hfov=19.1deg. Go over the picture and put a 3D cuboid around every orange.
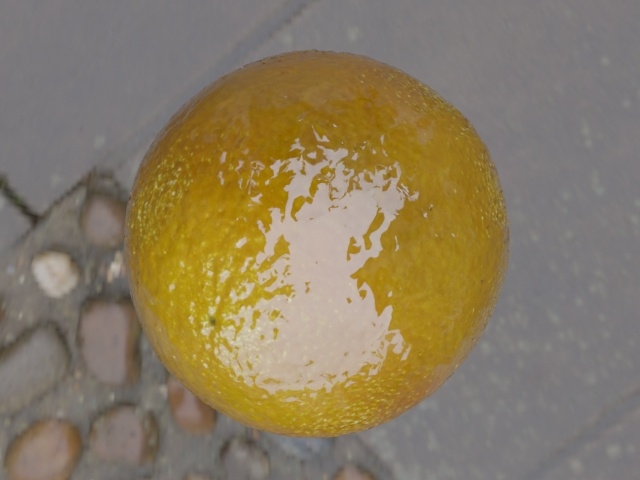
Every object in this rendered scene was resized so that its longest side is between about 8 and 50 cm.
[{"bbox_3d":[0.000,0.000,1.300,0.274,0.274,0.274,-1,110,-3],"label":"orange"}]
